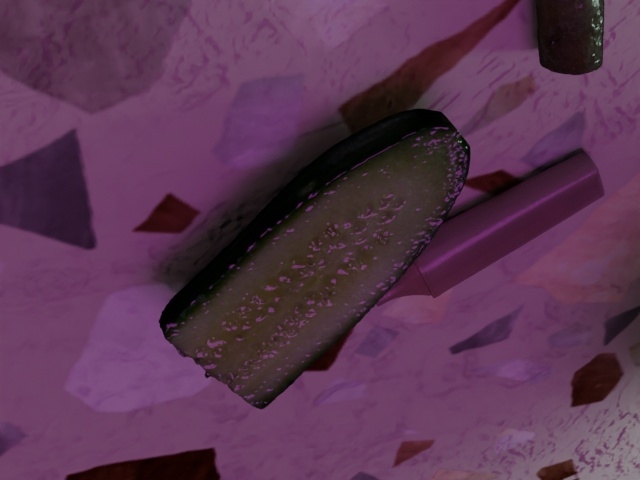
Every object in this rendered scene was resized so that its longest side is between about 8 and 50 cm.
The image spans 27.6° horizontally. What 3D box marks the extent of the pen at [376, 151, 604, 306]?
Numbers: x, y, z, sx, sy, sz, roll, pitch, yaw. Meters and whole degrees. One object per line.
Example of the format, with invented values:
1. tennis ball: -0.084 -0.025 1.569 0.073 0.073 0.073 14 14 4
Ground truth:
1. pen: 0.113 -0.001 0.943 0.197 0.032 0.053 -29 142 1

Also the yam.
1. yam: 0.153 -0.138 0.801 0.043 0.043 0.094 -21 140 -5

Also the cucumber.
1. cucumber: 0.000 0.000 0.857 0.244 0.063 0.115 -41 130 19
